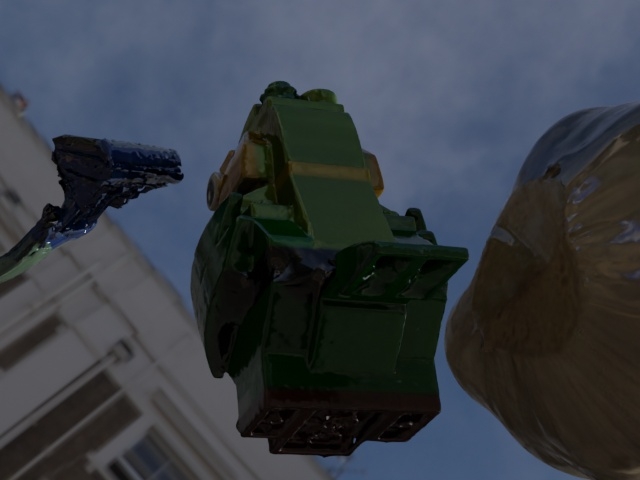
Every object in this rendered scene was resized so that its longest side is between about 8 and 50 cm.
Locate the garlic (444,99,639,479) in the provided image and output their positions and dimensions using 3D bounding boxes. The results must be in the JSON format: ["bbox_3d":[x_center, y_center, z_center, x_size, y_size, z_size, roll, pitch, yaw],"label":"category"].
[{"bbox_3d":[0.248,0.041,1.019,0.259,0.317,0.317,13,-48,-18],"label":"garlic"}]

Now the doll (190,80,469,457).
[{"bbox_3d":[-0.002,0.007,0.609,0.186,0.106,0.134,-114,-148,-53],"label":"doll"}]

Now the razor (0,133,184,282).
[{"bbox_3d":[-0.225,0.007,0.615,0.324,0.093,0.056,-9,-92,12],"label":"razor"}]
